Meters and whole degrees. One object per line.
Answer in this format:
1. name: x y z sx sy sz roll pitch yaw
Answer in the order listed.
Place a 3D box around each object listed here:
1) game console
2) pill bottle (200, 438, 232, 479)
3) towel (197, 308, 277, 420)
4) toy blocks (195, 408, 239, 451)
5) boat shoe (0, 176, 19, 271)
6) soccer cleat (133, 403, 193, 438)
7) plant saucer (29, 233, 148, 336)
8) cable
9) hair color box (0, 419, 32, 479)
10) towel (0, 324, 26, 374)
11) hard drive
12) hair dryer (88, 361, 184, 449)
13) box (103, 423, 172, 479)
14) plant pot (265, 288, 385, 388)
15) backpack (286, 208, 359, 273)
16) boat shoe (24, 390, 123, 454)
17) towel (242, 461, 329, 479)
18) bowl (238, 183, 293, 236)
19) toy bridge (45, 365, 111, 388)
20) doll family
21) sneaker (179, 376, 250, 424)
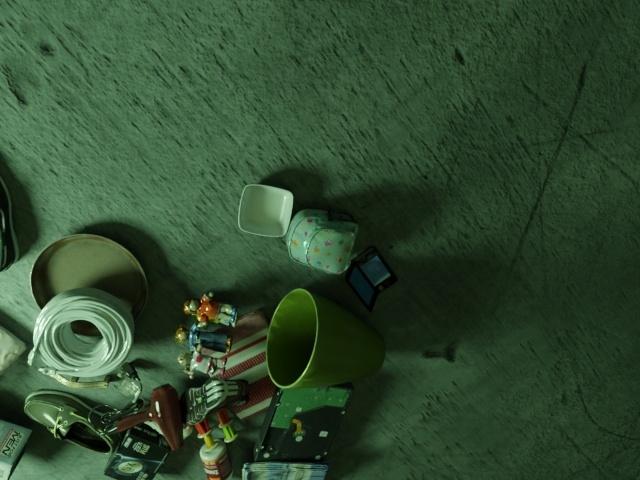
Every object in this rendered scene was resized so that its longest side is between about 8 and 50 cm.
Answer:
1. game console: 0.151 0.113 1.460 0.124 0.085 0.144 -35 110 6
2. pill bottle: -0.335 0.736 1.623 0.085 0.086 0.152 -11 110 -3
3. towel: -0.219 0.391 1.543 0.236 0.037 0.329 -25 112 0
4. toy blocks: -0.341 0.579 1.583 0.123 0.054 0.148 -23 97 -8
5. boat shoe: -0.858 -0.058 1.273 0.114 0.091 0.303 -11 111 -3
6. soccer cleat: -0.498 0.577 1.559 0.196 0.068 0.076 27 107 -18
7. plant saucer: -0.638 0.122 1.388 0.310 0.050 0.311 -2 110 -7
8. cable: -0.643 0.256 1.364 0.256 0.089 0.257 16 106 -13
9. hair color box: -1.054 0.565 1.427 0.374 0.114 0.185 27 131 -15
10. towel: -1.042 0.318 1.326 0.317 0.053 0.332 47 67 -17
11. hard drive: -0.058 0.576 1.594 0.236 0.064 0.339 12 112 -18
12. hair dryer: -0.522 0.522 1.490 0.293 0.080 0.224 31 90 8
13. box: -0.573 0.679 1.578 0.147 0.077 0.180 31 103 -15
14. plant pot: 0.035 0.305 1.444 0.293 0.275 0.275 18 107 -30
15. backpack: 0.000 0.000 1.374 0.188 0.144 0.166 13 113 -8
16. boat shoe: -0.750 0.553 1.504 0.304 0.091 0.109 31 103 -16
17. towel: -0.121 0.788 1.653 0.284 0.034 0.209 3 136 -9
18. bowl: -0.152 -0.087 1.370 0.142 0.053 0.142 9 108 -11
19. toy bridge: -0.726 0.407 1.471 0.188 0.063 0.026 18 107 -13
20. doll family: -0.331 0.258 1.428 0.163 0.118 0.263 13 102 -1
21. sneaker: -0.303 0.483 1.491 0.162 0.107 0.281 10 150 -38
